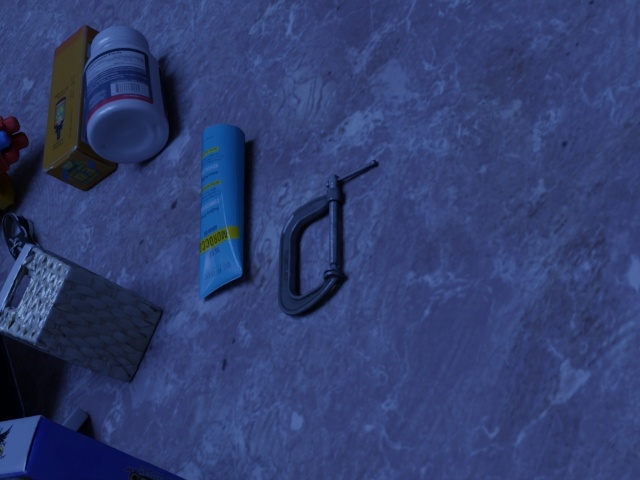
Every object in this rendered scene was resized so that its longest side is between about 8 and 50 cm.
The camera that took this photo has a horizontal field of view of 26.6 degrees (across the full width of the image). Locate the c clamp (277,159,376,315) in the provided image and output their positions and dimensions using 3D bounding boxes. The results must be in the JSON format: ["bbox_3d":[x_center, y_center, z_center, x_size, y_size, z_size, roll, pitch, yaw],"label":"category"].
[{"bbox_3d":[0.000,0.000,1.453,0.137,0.022,0.161,-22,51,39],"label":"c clamp"}]

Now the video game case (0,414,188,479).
[{"bbox_3d":[-0.252,0.259,1.368,0.244,0.269,0.061,-13,55,43],"label":"video game case"}]

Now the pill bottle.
[{"bbox_3d":[-0.264,-0.200,1.814,0.108,0.108,0.180,-38,42,26],"label":"pill bottle"}]

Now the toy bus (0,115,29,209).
[{"bbox_3d":[-0.527,-0.093,2.013,0.211,0.220,0.149,-21,38,-4],"label":"toy bus"}]

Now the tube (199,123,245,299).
[{"bbox_3d":[-0.116,-0.037,1.595,0.080,0.052,0.207,-33,50,46],"label":"tube"}]

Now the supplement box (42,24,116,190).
[{"bbox_3d":[-0.334,-0.189,1.914,0.078,0.080,0.233,-30,45,35],"label":"supplement box"}]

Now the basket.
[{"bbox_3d":[-0.287,0.090,1.610,0.103,0.167,0.113,16,79,45],"label":"basket"}]

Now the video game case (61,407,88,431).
[{"bbox_3d":[-0.350,0.291,1.580,0.173,0.022,0.190,-52,3,11],"label":"video game case"}]

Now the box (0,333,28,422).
[{"bbox_3d":[-0.700,0.210,1.687,0.471,0.480,0.297,4,111,48],"label":"box"}]

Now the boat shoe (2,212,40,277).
[{"bbox_3d":[-0.428,0.004,1.925,0.046,0.038,0.125,-45,40,19],"label":"boat shoe"}]
